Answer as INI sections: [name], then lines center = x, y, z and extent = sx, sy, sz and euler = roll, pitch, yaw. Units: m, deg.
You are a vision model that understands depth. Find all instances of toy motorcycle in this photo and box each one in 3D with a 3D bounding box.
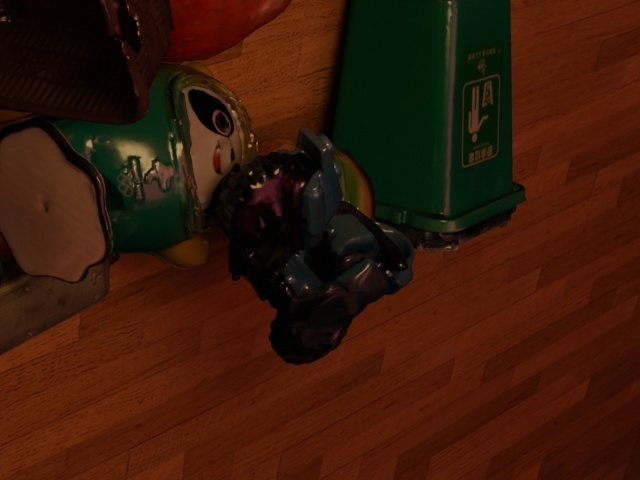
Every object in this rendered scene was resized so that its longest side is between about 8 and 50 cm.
[toy motorcycle]
center = 0.000, 0.000, 1.981
extent = 0.232, 0.172, 0.416
euler = -36, 144, -11

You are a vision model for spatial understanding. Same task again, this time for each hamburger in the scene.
[hamburger]
center = -0.048, -0.039, 2.178
extent = 0.149, 0.237, 0.237
euler = 4, 113, -52

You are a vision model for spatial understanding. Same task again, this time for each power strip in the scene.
[power strip]
center = -0.374, 0.076, 1.906
extent = 0.387, 0.066, 0.092
euler = -30, 129, -53

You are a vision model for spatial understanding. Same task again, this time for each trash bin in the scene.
[trash bin]
center = 0.139, -0.199, 2.273
extent = 0.259, 0.295, 0.381
euler = -20, 119, -51

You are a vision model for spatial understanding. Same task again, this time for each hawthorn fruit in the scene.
[hawthorn fruit]
center = -0.143, -0.332, 1.747
extent = 0.284, 0.284, 0.284
euler = -34, 141, -34

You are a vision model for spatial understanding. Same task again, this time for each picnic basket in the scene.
[picnic basket]
center = -0.293, -0.248, 1.615
extent = 0.129, 0.297, 0.222
euler = -57, 147, -38

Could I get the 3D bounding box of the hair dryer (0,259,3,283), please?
[hair dryer]
center = -0.476, 0.027, 1.629
extent = 0.302, 0.116, 0.244
euler = -18, 98, -44

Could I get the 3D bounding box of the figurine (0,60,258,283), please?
[figurine]
center = -0.228, -0.094, 1.885
extent = 0.340, 0.231, 0.323
euler = -28, 116, -52
